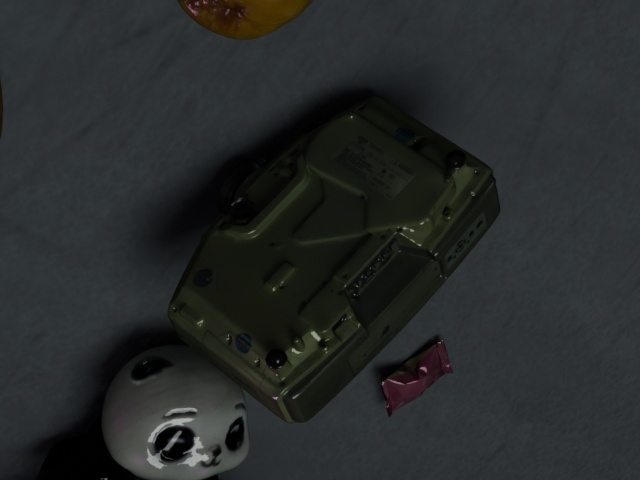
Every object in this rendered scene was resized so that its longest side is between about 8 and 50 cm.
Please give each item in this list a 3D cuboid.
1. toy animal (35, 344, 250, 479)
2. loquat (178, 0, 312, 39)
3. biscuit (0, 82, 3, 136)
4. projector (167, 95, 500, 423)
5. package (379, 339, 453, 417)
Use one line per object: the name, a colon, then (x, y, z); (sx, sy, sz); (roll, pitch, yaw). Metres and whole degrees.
toy animal: (-0.148, 0.183, 1.465); (0.166, 0.138, 0.179); (0, 132, -49)
loquat: (-0.059, -0.221, 1.209); (0.137, 0.113, 0.137); (-5, 126, -7)
biscuit: (-0.355, -0.083, 1.183); (0.262, 0.037, 0.262); (-14, 122, -24)
projector: (0.000, 0.000, 1.353); (0.269, 0.193, 0.088); (-46, 151, -16)
package: (0.096, 0.139, 1.638); (0.083, 0.029, 0.059); (-32, 138, -14)
